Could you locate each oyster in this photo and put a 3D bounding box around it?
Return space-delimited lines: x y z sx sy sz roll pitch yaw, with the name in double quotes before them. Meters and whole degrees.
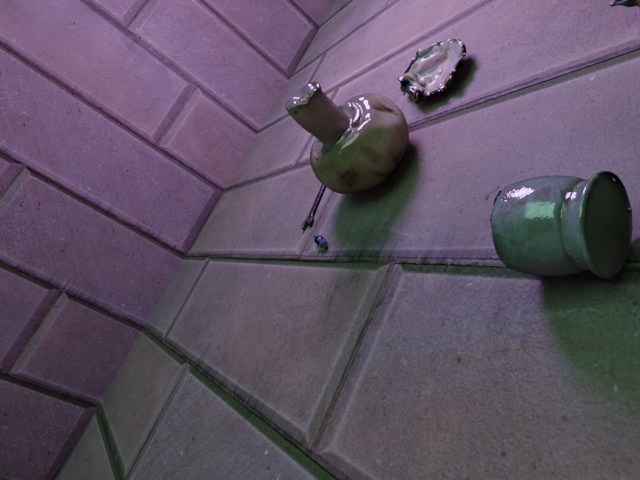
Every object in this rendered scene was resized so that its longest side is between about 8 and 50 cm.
"oyster" 0.314 -0.480 1.281 0.259 0.092 0.198 5 64 50

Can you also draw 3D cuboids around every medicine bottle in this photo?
"medicine bottle" 0.343 -0.021 0.631 0.143 0.147 0.147 0 60 55

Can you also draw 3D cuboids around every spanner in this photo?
"spanner" -0.007 -0.145 1.503 0.054 0.015 0.254 -17 45 54

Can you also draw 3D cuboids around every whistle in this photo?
"whistle" 0.000 0.000 1.307 0.083 0.029 0.033 -141 54 -59

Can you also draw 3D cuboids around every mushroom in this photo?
"mushroom" 0.062 -0.299 1.212 0.314 0.336 0.314 -30 41 30

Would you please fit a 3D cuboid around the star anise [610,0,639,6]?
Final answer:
"star anise" 0.589 -0.465 0.736 0.231 0.089 0.209 -30 -9 -20

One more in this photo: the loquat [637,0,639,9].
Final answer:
"loquat" 0.536 -0.349 0.579 0.193 0.238 0.238 -31 35 40
